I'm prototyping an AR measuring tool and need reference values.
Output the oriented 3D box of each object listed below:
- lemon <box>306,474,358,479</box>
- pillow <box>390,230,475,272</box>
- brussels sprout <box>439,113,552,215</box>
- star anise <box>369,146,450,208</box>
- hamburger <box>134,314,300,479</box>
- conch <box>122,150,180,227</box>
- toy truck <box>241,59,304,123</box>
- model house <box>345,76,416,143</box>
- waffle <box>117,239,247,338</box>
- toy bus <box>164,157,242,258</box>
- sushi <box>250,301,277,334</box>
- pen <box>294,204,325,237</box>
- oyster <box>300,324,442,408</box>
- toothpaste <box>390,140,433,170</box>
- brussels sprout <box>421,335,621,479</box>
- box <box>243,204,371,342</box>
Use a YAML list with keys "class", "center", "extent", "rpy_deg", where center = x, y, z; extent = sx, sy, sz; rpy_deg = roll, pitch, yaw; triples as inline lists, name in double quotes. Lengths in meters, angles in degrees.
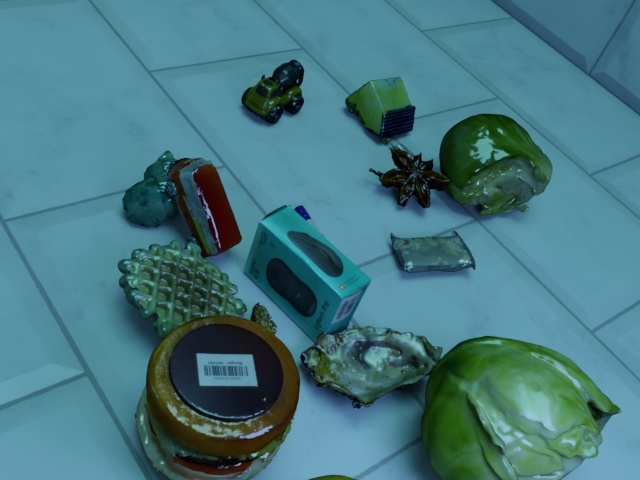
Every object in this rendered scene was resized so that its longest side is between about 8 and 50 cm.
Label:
- class: "lemon"
  center: [0.026, 0.580, 1.320]
  extent: [0.296, 0.297, 0.297]
  rpy_deg: [11, 44, -11]
- class: "pillow"
  center: [0.331, 0.040, 2.153]
  extent: [0.254, 0.059, 0.169]
  rpy_deg: [-1, 47, -21]
- class: "brussels sprout"
  center: [0.565, -0.259, 2.389]
  extent: [0.371, 0.276, 0.315]
  rpy_deg: [9, 47, -15]
- class: "star anise"
  center: [0.295, -0.199, 2.320]
  extent: [0.190, 0.126, 0.220]
  rpy_deg: [-39, 76, -2]
- class: "hamburger"
  center: [-0.211, 0.335, 1.496]
  extent: [0.329, 0.250, 0.330]
  rpy_deg: [14, 40, -12]
- class: "conch"
  center: [-0.425, -0.144, 1.971]
  extent: [0.196, 0.134, 0.202]
  rpy_deg: [16, 45, -29]
- class: "toy truck"
  center: [-0.149, -0.506, 2.430]
  extent: [0.147, 0.165, 0.224]
  rpy_deg: [37, 45, 16]
- class: "model house"
  center: [0.226, -0.448, 2.573]
  extent: [0.193, 0.170, 0.212]
  rpy_deg: [-19, 84, -43]
- class: "waffle"
  center: [-0.330, 0.123, 1.744]
  extent: [0.292, 0.056, 0.309]
  rpy_deg: [47, 34, 11]
- class: "toy bus"
  center: [-0.301, -0.089, 1.887]
  extent: [0.119, 0.265, 0.121]
  rpy_deg: [-4, 21, 45]
- class: "sushi"
  center: [-0.142, 0.206, 1.793]
  extent: [0.061, 0.060, 0.118]
  rpy_deg: [-12, 53, -37]
- class: "pen"
  center: [0.000, 0.000, 2.078]
  extent: [0.033, 0.033, 0.269]
  rpy_deg: [-13, 53, -32]
- class: "oyster"
  center: [0.132, 0.294, 1.786]
  extent: [0.360, 0.096, 0.221]
  rpy_deg: [-17, 57, -33]
- class: "toothpaste"
  center: [0.317, -0.267, 2.472]
  extent: [0.064, 0.041, 0.218]
  rpy_deg: [-34, 68, -30]
- class: "brussels sprout"
  center: [0.415, 0.380, 1.629]
  extent: [0.425, 0.342, 0.361]
  rpy_deg: [-15, 60, -47]
- class: "box"
  center: [-0.043, 0.088, 1.847]
  extent: [0.311, 0.205, 0.118]
  rpy_deg: [43, 44, 20]
